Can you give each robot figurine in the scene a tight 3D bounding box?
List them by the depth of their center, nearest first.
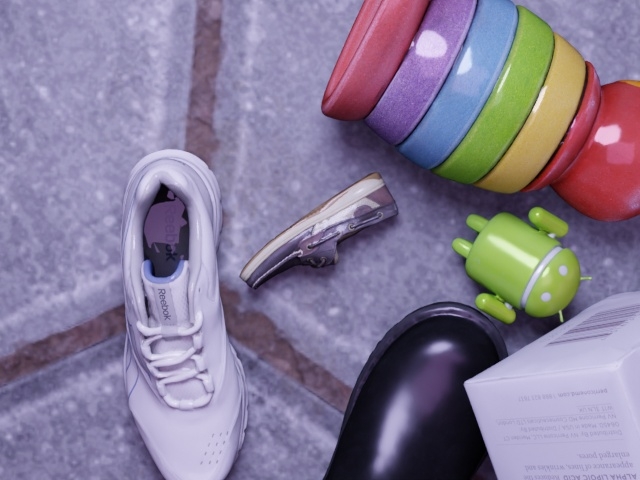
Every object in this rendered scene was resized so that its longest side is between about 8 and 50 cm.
[{"bbox_3d":[0.171,0.020,0.920,0.115,0.067,0.101,34,96,23],"label":"robot figurine"}]

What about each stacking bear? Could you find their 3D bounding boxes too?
[{"bbox_3d":[0.162,-0.113,0.887,0.289,0.175,0.164,25,90,-8],"label":"stacking bear"}]

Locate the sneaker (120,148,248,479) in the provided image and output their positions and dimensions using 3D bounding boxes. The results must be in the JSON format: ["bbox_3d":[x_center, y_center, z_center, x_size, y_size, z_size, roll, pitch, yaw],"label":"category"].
[{"bbox_3d":[-0.127,0.072,0.904,0.111,0.129,0.297,-9,93,-1],"label":"sneaker"}]

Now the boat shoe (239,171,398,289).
[{"bbox_3d":[0.000,0.000,0.936,0.152,0.056,0.049,-36,86,2],"label":"boat shoe"}]

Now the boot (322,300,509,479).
[{"bbox_3d":[0.059,0.221,0.841,0.131,0.260,0.348,25,93,0],"label":"boot"}]

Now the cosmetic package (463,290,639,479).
[{"bbox_3d":[0.288,0.244,0.847,0.217,0.156,0.385,-24,94,-39],"label":"cosmetic package"}]
